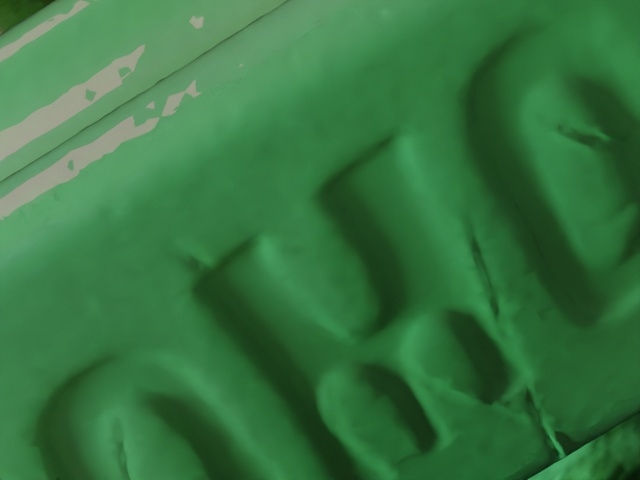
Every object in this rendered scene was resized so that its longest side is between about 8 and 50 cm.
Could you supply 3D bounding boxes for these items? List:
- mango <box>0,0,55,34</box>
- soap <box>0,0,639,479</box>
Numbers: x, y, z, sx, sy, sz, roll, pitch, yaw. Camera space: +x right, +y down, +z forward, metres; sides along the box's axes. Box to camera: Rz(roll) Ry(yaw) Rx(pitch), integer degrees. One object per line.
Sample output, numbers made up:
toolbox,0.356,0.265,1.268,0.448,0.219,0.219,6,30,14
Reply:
mango,-0.038,-0.010,0.589,0.156,0.251,0.114,-28,47,2
soap,0.000,0.000,0.466,0.289,0.173,0.095,-31,38,2
